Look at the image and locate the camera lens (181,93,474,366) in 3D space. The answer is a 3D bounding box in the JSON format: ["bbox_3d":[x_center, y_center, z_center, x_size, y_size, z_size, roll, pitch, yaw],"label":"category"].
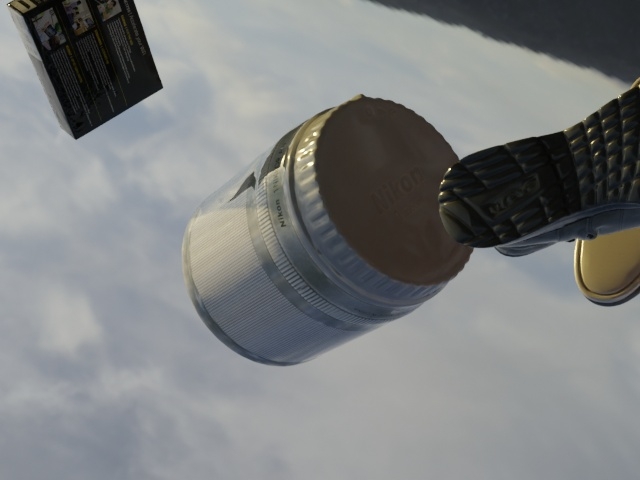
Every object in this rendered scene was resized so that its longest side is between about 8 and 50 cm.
[{"bbox_3d":[0.000,0.000,1.018,0.219,0.274,0.219,16,-119,-31],"label":"camera lens"}]

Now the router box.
[{"bbox_3d":[-0.272,-0.226,1.149,0.133,0.179,0.046,-35,-131,-22],"label":"router box"}]

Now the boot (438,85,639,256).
[{"bbox_3d":[0.209,-0.043,0.642,0.161,0.247,0.083,7,-108,-63],"label":"boot"}]

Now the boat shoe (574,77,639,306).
[{"bbox_3d":[0.390,-0.051,1.161,0.112,0.335,0.095,7,150,32],"label":"boat shoe"}]
